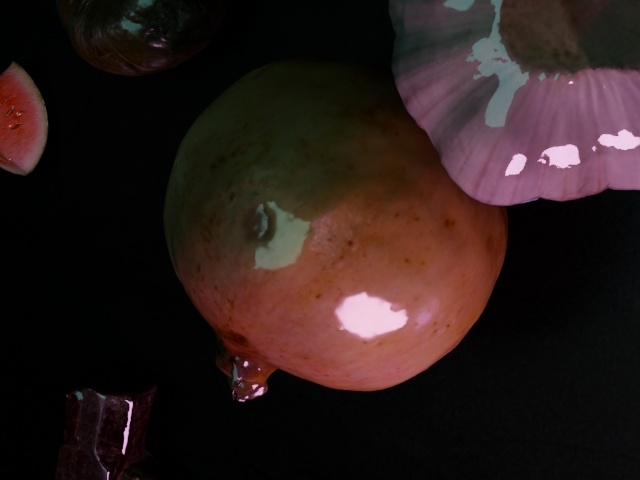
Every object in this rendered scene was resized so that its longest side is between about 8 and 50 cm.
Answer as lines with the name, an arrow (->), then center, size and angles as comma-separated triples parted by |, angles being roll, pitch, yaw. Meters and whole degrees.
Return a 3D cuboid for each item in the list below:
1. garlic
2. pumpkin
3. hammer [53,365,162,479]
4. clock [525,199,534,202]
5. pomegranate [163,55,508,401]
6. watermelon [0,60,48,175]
garlic -> 0.203, -0.185, 1.533 | 0.259, 0.317, 0.317 | 124, 129, -81
pumpkin -> -0.196, -0.273, 1.948 | 0.219, 0.162, 0.219 | 5, 98, 39
hammer -> -0.139, 0.321, 2.061 | 0.409, 0.095, 0.242 | 25, 114, 34
clock -> 0.206, -0.099, 1.691 | 0.135, 0.041, 0.101 | -30, 78, 41
pomegranate -> 0.000, 0.000, 1.696 | 0.338, 0.338, 0.338 | 10, 105, 41
watermelon -> -0.381, -0.146, 2.188 | 0.125, 0.094, 0.135 | 26, 111, 45
